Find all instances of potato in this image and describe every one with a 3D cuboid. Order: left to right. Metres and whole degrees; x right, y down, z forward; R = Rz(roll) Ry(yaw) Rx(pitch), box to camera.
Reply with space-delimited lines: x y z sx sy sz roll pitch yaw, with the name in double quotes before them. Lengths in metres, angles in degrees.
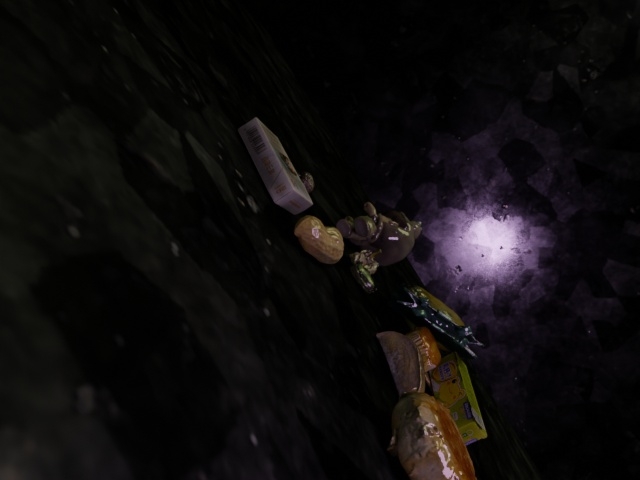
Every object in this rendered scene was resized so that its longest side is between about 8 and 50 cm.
"potato" 0.239 0.345 1.409 0.120 0.100 0.261 48 16 -37

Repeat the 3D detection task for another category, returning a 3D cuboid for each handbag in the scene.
"handbag" 0.134 0.118 1.684 0.111 0.047 0.072 59 13 17
"handbag" 0.387 0.274 1.839 0.326 0.089 0.238 37 -6 1

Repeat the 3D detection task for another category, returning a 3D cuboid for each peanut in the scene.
"peanut" 0.000 0.000 1.348 0.194 0.093 0.083 45 31 -53

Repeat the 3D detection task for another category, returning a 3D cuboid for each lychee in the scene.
"lychee" -0.052 -0.176 1.649 0.083 0.068 0.067 48 57 -51

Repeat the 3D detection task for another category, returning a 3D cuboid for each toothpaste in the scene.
"toothpaste" 0.422 0.492 1.682 0.077 0.110 0.327 49 19 -19

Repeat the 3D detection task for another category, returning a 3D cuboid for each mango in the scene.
"mango" 0.482 0.333 2.302 0.329 0.175 0.177 42 -27 19

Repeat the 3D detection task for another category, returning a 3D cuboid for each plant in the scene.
"plant" 0.155 0.057 1.768 0.104 0.122 0.116 44 22 -11

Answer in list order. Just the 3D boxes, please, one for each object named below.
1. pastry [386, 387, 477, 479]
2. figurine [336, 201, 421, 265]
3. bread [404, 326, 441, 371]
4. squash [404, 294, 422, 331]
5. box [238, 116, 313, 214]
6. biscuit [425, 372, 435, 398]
"pastry" 0.227 0.437 1.101 0.257 0.120 0.236 55 16 -22
"figurine" 0.213 -0.020 1.985 0.380 0.248 0.203 16 47 -53
"bread" 0.324 0.351 1.730 0.132 0.114 0.190 61 17 5
"squash" 0.374 0.287 2.074 0.123 0.123 0.187 47 11 -41
"box" -0.117 -0.191 1.411 0.233 0.067 0.149 62 13 17
"biscuit" 0.370 0.484 1.781 0.147 0.018 0.071 62 15 12
